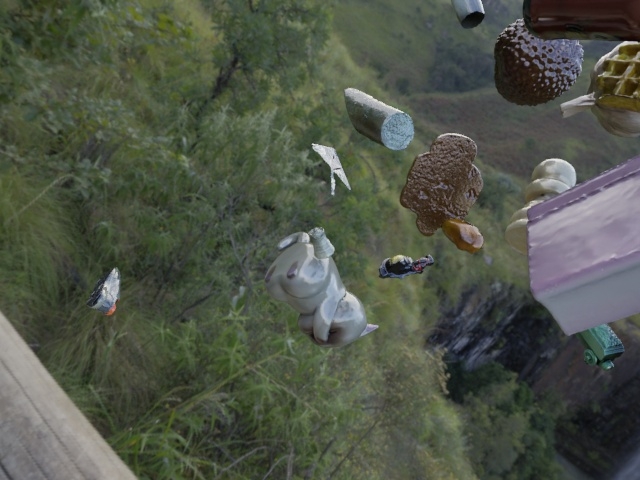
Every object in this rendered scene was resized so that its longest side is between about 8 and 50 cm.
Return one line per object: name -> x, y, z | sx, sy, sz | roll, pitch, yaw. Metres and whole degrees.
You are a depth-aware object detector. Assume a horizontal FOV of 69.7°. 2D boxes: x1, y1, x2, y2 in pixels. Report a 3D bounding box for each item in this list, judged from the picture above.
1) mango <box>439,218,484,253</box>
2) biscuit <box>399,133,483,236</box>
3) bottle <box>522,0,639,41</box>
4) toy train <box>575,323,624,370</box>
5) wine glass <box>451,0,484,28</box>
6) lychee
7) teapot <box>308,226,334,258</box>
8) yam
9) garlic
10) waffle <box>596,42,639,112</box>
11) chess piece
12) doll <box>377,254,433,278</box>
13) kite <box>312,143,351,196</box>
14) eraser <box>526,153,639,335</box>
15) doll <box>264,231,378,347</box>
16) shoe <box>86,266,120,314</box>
mango -> 0.358, -0.016, 1.156 | 0.077, 0.063, 0.127 | -4, 33, -34
biscuit -> 0.337, -0.150, 1.272 | 0.209, 0.290, 0.041 | 18, 14, -1
bottle -> 0.528, -0.423, 0.800 | 0.144, 0.144, 0.336 | 26, 11, -32
toy train -> 0.663, 0.229, 1.124 | 0.070, 0.099, 0.172 | -8, 45, -9
wine glass -> 0.309, -0.561, 1.021 | 0.066, 0.066, 0.198 | 15, 58, -53
lychee -> 0.672, -0.553, 1.427 | 0.267, 0.267, 0.267 | 33, 16, -10
teapot -> 0.000, 0.000, 1.213 | 0.067, 0.057, 0.083 | -71, 147, -46
yam -> 0.132, -0.319, 1.190 | 0.106, 0.106, 0.259 | 24, 15, -37
garlic -> 0.657, -0.329, 1.039 | 0.218, 0.212, 0.218 | -11, 90, -82
waffle -> 0.679, -0.348, 0.883 | 0.057, 0.219, 0.229 | 33, 3, -44
chess piece -> 0.658, -0.109, 1.346 | 0.167, 0.299, 0.167 | 22, -26, 11
doll -> 0.301, 0.097, 1.681 | 0.249, 0.127, 0.088 | -8, 37, -34
kite -> 0.039, -0.238, 1.541 | 0.229, 0.012, 0.250 | 42, 32, -34
eraser -> 0.513, -0.032, 0.704 | 0.122, 0.359, 0.272 | 48, 38, -12
doll -> -0.011, 0.167, 1.363 | 0.370, 0.215, 0.226 | 60, 35, -11
shoe -> -0.654, 0.159, 1.422 | 0.077, 0.074, 0.194 | 50, 13, -26
